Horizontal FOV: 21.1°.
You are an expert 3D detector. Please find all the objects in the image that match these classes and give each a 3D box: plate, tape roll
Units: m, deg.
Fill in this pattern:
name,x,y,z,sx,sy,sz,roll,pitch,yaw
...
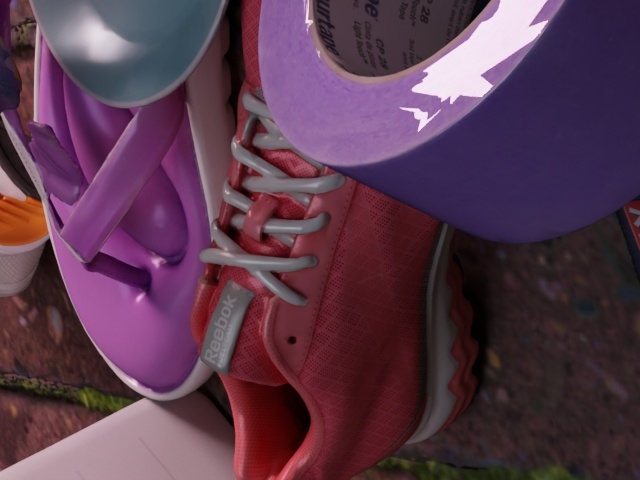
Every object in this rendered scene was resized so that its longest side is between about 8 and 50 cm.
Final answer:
name,x,y,z,sx,sy,sz,roll,pitch,yaw
plate,-0.086,-0.155,0.797,0.188,0.024,0.188,11,104,50
tape roll,0.066,-0.100,0.607,0.189,0.080,0.189,-31,48,41

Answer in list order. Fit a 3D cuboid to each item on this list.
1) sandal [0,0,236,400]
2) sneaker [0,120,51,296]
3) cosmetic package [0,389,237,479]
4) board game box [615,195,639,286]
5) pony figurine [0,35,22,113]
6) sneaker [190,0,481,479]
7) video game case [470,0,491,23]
name,x,y,z,sx,sy,sz,roll,pitch,yaw
sandal,-0.128,-0.092,0.935,0.169,0.102,0.416,27,127,39
sneaker,-0.270,-0.065,1.130,0.262,0.099,0.121,52,147,21
cosmetic package,-0.160,0.359,0.985,0.329,0.394,0.327,45,138,22
board game box,0.159,-0.038,0.644,0.194,0.060,0.194,-2,118,42
pony figurine,-0.231,-0.212,0.756,0.351,0.303,0.363,-121,20,-59
sneaker,0.000,0.001,0.777,0.116,0.136,0.313,25,137,35
video game case,0.031,-0.196,0.756,0.204,0.025,0.285,-3,107,50
